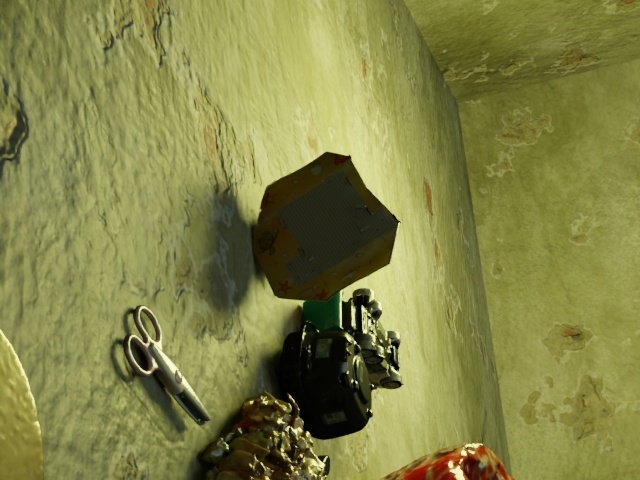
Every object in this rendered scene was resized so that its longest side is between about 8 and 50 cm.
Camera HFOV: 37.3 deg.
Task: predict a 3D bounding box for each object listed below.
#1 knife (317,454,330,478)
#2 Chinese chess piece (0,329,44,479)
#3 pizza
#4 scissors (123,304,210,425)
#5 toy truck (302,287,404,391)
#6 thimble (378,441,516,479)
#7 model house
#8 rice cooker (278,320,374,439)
[{"bbox_3d":[-0.008,0.367,1.447,0.121,0.018,0.031,-48,131,-67],"label":"knife"},{"bbox_3d":[-0.288,0.145,0.621,0.251,0.097,0.250,-12,90,-73],"label":"Chinese chess piece"},{"bbox_3d":[-0.055,0.260,1.188,0.069,0.147,0.226,-68,172,24],"label":"pizza"},{"bbox_3d":[-0.172,0.154,1.081,0.085,0.022,0.176,-84,152,-51],"label":"scissors"},{"bbox_3d":[0.057,0.169,1.601,0.253,0.124,0.114,57,28,-52],"label":"toy truck"},{"bbox_3d":[0.233,0.537,1.610,0.350,0.231,0.350,48,24,-29],"label":"thimble"},{"bbox_3d":[0.000,0.000,1.481,0.207,0.219,0.136,54,-6,13],"label":"model house"},{"bbox_3d":[0.010,0.214,1.434,0.203,0.119,0.142,65,22,-44],"label":"rice cooker"}]
